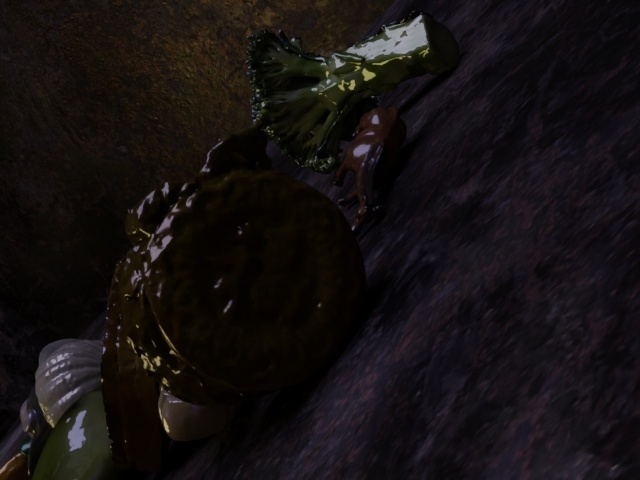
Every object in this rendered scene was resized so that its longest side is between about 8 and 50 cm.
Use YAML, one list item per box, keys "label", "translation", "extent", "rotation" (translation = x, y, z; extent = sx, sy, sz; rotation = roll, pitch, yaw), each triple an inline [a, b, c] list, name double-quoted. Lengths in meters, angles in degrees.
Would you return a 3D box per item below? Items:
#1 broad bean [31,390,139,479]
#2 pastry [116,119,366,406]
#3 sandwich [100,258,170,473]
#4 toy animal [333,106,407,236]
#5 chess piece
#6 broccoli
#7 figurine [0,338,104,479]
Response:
- label: "broad bean"
  translation: [-0.311, 0.309, 1.443]
  extent: [0.189, 0.121, 0.263]
  rotation: [-39, 16, 45]
- label: "pastry"
  translation: [-0.087, 0.042, 1.147]
  extent: [0.240, 0.235, 0.132]
  rotation: [-41, 1, -24]
- label: "sandwich"
  translation: [-0.210, 0.150, 1.363]
  extent: [0.186, 0.065, 0.214]
  rotation: [-92, 3, -51]
- label: "toy animal"
  translation: [0.059, -0.086, 1.510]
  extent: [0.224, 0.066, 0.230]
  rotation: [-64, 12, -18]
- label: "chess piece"
  translation: [-0.127, 0.129, 1.364]
  extent: [0.117, 0.117, 0.397]
  rotation: [-47, 12, 14]
- label: "broccoli"
  translation: [0.069, -0.245, 1.847]
  extent: [0.361, 0.252, 0.221]
  rotation: [1, 44, 31]
- label: "figurine"
  translation: [-0.356, 0.296, 1.635]
  extent: [0.204, 0.185, 0.332]
  rotation: [20, 88, 38]
